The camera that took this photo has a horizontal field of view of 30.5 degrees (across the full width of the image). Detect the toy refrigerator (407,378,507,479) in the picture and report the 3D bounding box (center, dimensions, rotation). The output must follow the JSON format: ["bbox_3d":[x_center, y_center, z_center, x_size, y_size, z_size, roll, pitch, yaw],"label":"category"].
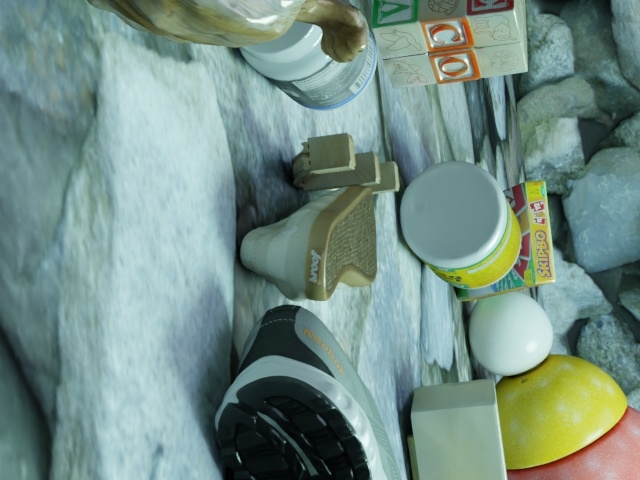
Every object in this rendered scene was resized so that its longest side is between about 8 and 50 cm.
[{"bbox_3d":[0.150,0.288,1.199,0.102,0.094,0.270,-50,133,-79],"label":"toy refrigerator"}]

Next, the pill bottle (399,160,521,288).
[{"bbox_3d":[0.165,-0.009,1.331,0.208,0.117,0.118,37,48,-71],"label":"pill bottle"}]

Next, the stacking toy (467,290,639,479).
[{"bbox_3d":[0.345,0.282,1.665,0.480,0.350,0.350,64,17,-4],"label":"stacking toy"}]

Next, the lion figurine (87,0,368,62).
[{"bbox_3d":[-0.050,-0.247,0.638,0.240,0.142,0.392,19,46,-42],"label":"lion figurine"}]

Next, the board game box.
[{"bbox_3d":[0.225,0.007,1.510,0.259,0.039,0.124,149,-63,-74],"label":"board game box"}]

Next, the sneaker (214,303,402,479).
[{"bbox_3d":[0.015,0.155,0.745,0.108,0.100,0.272,-86,162,-53],"label":"sneaker"}]

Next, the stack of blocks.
[{"bbox_3d":[0.107,-0.292,1.136,0.087,0.171,0.297,62,27,-53],"label":"stack of blocks"}]

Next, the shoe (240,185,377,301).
[{"bbox_3d":[0.000,0.000,0.831,0.219,0.058,0.077,-17,108,-76],"label":"shoe"}]

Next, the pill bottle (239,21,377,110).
[{"bbox_3d":[-0.013,-0.141,0.805,0.137,0.078,0.078,25,59,-72],"label":"pill bottle"}]

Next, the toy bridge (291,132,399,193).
[{"bbox_3d":[0.013,-0.052,0.889,0.188,0.063,0.026,12,72,-76],"label":"toy bridge"}]
